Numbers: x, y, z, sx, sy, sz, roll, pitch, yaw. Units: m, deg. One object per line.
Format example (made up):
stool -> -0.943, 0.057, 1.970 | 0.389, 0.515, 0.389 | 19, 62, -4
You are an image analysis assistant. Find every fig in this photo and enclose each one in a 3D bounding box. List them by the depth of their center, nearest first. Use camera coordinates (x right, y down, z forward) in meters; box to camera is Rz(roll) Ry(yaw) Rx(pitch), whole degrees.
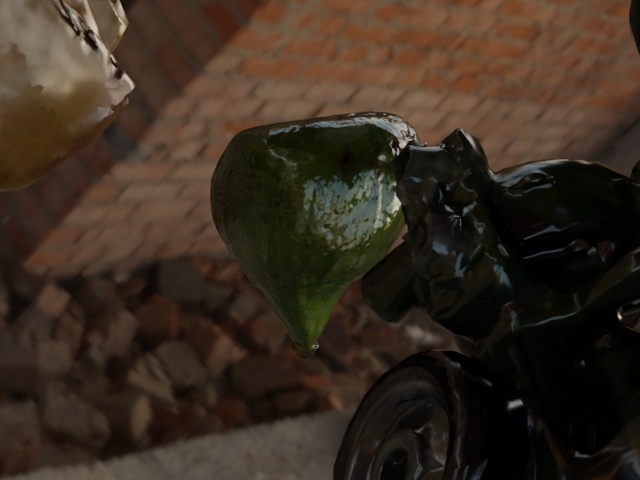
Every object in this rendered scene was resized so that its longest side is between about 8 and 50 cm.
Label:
fig -> 0.000, 0.000, 1.439 | 0.203, 0.203, 0.235 | -14, 102, -63

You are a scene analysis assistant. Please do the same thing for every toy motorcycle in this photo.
toy motorcycle -> 0.112, 0.005, 0.431 | 0.127, 0.275, 0.205 | 28, 32, -31

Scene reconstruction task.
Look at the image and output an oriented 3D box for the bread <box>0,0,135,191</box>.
bread -> -0.249, -0.108, 0.778 | 0.167, 0.324, 0.277 | 21, -28, 51
